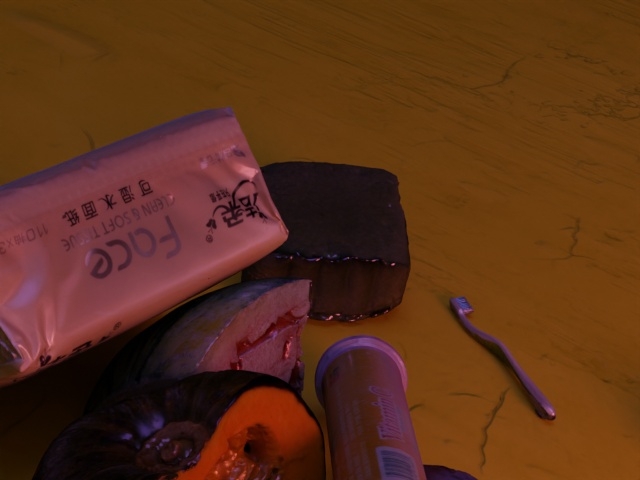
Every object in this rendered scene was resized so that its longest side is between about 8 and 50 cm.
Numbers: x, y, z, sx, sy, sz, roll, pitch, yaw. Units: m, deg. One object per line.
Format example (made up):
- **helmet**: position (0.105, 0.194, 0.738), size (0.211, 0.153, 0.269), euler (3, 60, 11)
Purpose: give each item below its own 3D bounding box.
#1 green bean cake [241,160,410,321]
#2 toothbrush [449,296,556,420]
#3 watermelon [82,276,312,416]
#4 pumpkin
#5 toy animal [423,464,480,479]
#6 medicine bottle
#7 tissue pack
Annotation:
- **green bean cake**: position (0.000, 0.000, 2.195), size (0.222, 0.125, 0.227), euler (6, 33, -7)
- **toothbrush**: position (0.222, 0.144, 2.105), size (0.026, 0.022, 0.263), euler (-16, 37, -15)
- **watermelon**: position (-0.128, 0.171, 1.898), size (0.261, 0.201, 0.213), euler (-23, 8, 41)
- **pumpkin**: position (-0.156, 0.274, 1.666), size (0.232, 0.242, 0.325), euler (-5, 22, 42)
- **toy animal**: position (0.160, 0.308, 1.751), size (0.324, 0.090, 0.195), euler (8, 32, 22)
- **medicine bottle**: position (0.051, 0.211, 1.754), size (0.108, 0.108, 0.426), euler (6, 14, -3)
- **tissue pack**: position (-0.295, 0.024, 1.901), size (0.405, 0.205, 0.331), euler (-27, 3, -42)
